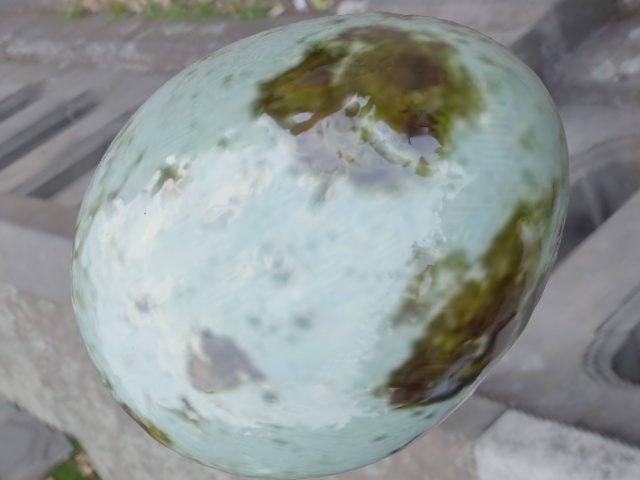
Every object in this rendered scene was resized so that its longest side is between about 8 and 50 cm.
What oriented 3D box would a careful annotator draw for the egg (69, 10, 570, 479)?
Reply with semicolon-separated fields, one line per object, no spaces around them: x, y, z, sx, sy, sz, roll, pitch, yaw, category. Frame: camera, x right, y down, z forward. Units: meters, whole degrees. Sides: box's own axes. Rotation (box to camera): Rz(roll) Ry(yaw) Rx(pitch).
0.000;0.000;0.510;0.169;0.169;0.231;52;139;0;egg
